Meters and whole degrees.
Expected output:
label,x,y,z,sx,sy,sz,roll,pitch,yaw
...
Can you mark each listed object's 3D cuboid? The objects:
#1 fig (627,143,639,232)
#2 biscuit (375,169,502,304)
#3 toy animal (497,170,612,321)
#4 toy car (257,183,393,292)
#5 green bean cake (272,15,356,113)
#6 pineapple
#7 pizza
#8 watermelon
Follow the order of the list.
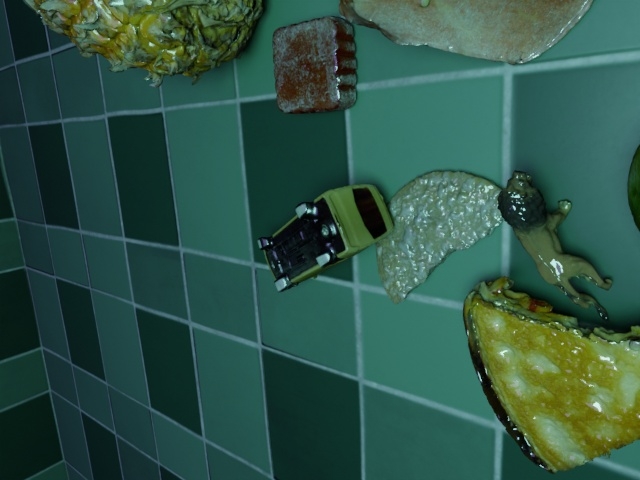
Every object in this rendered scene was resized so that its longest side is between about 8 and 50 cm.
label,x,y,z,sx,sy,sz,roll,pitch,yaw
fig,0.412,-0.063,0.418,0.235,0.203,0.203,-33,78,4
biscuit,0.149,-0.019,0.715,0.133,0.032,0.250,56,131,15
toy animal,0.280,0.010,0.591,0.220,0.086,0.069,50,134,-5
toy car,0.000,0.000,0.787,0.257,0.124,0.101,-33,78,58
green bean cake,-0.009,-0.266,0.763,0.135,0.056,0.135,8,107,40
pineapple,-0.259,-0.413,0.744,0.300,0.352,0.352,22,116,29
pizza,0.290,0.135,0.590,0.251,0.074,0.287,48,135,12
watermelon,0.145,-0.332,0.510,0.319,0.222,0.292,47,132,20
